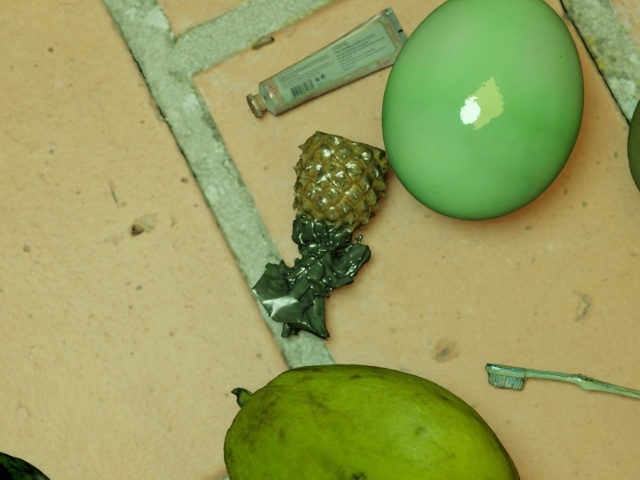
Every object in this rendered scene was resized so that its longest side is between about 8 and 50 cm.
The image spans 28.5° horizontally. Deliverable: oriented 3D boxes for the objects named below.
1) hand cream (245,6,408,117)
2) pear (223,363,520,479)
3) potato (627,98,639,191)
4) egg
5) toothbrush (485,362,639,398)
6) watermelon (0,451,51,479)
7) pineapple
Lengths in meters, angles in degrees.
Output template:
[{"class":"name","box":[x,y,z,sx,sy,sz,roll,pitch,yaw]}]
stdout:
[{"class":"hand cream","box":[0.009,-0.206,1.501,0.209,0.043,0.067,-27,86,-11]},{"class":"pear","box":[0.045,0.266,1.324,0.375,0.287,0.287,37,82,20]},{"class":"potato","box":[0.446,-0.108,1.445,0.178,0.160,0.235,24,66,-23]},{"class":"egg","box":[0.183,-0.153,1.405,0.220,0.220,0.270,24,76,2]},{"class":"toothbrush","box":[0.335,0.173,1.461,0.294,0.026,0.028,7,100,0]},{"class":"watermelon","box":[-0.342,0.308,1.381,0.145,0.137,0.193,-8,40,-2]},{"class":"pineapple","box":[0.000,0.000,1.441,0.119,0.111,0.237,13,87,30]}]
